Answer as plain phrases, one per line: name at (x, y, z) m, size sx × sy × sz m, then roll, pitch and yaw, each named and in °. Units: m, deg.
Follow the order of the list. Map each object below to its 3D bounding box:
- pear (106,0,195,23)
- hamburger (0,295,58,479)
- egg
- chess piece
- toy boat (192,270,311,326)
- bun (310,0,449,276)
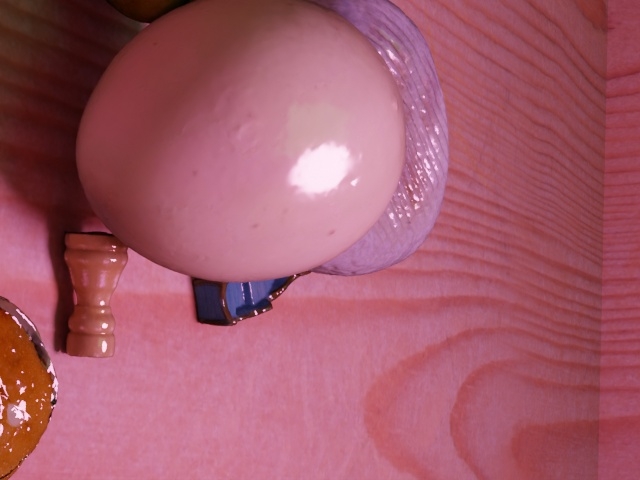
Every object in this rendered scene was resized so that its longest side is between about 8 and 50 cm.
pear at (-0.154, -0.318, 1.565) m, size 0.197 × 0.197 × 0.197 m, roll -1°, pitch 90°, yaw -66°
hamburger at (-0.306, 0.123, 1.302) m, size 0.177 × 0.113 × 0.186 m, roll 32°, pitch 52°, yaw -56°
egg at (-0.078, -0.097, 1.527) m, size 0.345 × 0.283 × 0.283 m, roll -21°, pitch 109°, yaw -48°
chess piece at (-0.221, 0.053, 1.546) m, size 0.066 × 0.066 × 0.122 m, roll -3°, pitch 96°, yaw -66°
toy boat at (-0.077, 0.052, 1.850) m, size 0.185 × 0.077 × 0.075 m, roll -24°, pitch 110°, yaw -64°
bun at (0.006, -0.123, 1.869) m, size 0.362 × 0.211 × 0.362 m, roll 12°, pitch 76°, yaw -59°
